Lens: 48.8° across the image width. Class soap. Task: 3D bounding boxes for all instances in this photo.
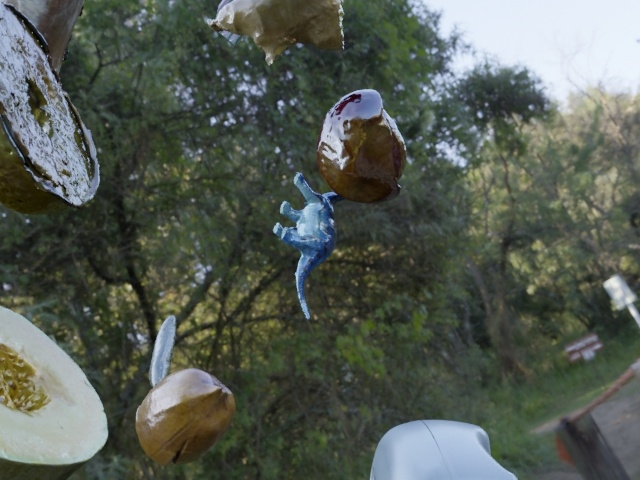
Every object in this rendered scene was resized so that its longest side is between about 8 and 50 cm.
[{"bbox_3d":[-0.228,-0.628,1.948,0.149,0.100,0.056,-52,11,10],"label":"soap"}]

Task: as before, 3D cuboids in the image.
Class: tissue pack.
[{"bbox_3d":[0.202,0.457,1.223,0.236,0.229,0.333,-2,8,-3],"label":"tissue pack"}]

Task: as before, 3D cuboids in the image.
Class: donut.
[{"bbox_3d":[-0.384,-0.150,0.877,0.107,0.272,0.272,-21,-16,5],"label":"donut"}]

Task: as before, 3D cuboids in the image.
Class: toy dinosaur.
[{"bbox_3d":[-0.021,-0.024,1.266,0.076,0.144,0.329,-40,20,49],"label":"toy dinosaur"}]

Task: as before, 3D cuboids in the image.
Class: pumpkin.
[{"bbox_3d":[-0.491,0.251,0.983,0.199,0.332,0.332,-45,-19,4],"label":"pumpkin"}]

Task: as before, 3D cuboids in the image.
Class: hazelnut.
[{"bbox_3d":[0.078,-0.167,1.261,0.161,0.170,0.201,-5,-66,-38],"label":"hazelnut"}]

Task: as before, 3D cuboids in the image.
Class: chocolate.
[{"bbox_3d":[-0.555,-0.442,1.363,0.083,0.161,0.261,-102,33,-71],"label":"chocolate"}]

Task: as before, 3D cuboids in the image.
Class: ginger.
[{"bbox_3d":[-0.085,-0.442,1.330,0.270,0.218,0.123,-4,9,-1],"label":"ginger"}]

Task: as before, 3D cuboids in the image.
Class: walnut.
[{"bbox_3d":[-0.299,0.392,1.610,0.209,0.209,0.336,-10,-23,-42],"label":"walnut"}]

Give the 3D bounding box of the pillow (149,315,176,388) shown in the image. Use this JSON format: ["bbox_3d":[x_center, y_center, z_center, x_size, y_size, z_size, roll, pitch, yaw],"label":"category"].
[{"bbox_3d":[-0.420,0.310,1.866,0.051,0.241,0.093,16,-49,-17],"label":"pillow"}]
